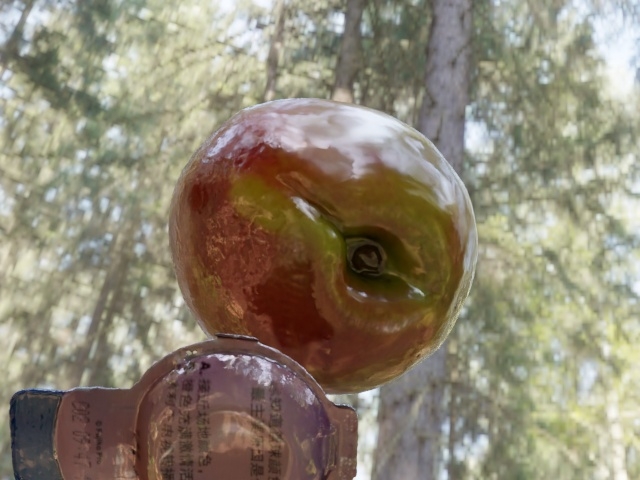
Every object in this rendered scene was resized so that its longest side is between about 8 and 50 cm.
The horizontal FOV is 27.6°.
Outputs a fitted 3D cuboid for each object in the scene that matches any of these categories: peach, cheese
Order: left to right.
[{"bbox_3d":[-0.112,0.166,1.063,0.286,0.074,0.188,-1,-78,3],"label":"cheese"},{"bbox_3d":[0.000,0.000,1.274,0.308,0.332,0.307,-3,-77,-13],"label":"peach"}]
